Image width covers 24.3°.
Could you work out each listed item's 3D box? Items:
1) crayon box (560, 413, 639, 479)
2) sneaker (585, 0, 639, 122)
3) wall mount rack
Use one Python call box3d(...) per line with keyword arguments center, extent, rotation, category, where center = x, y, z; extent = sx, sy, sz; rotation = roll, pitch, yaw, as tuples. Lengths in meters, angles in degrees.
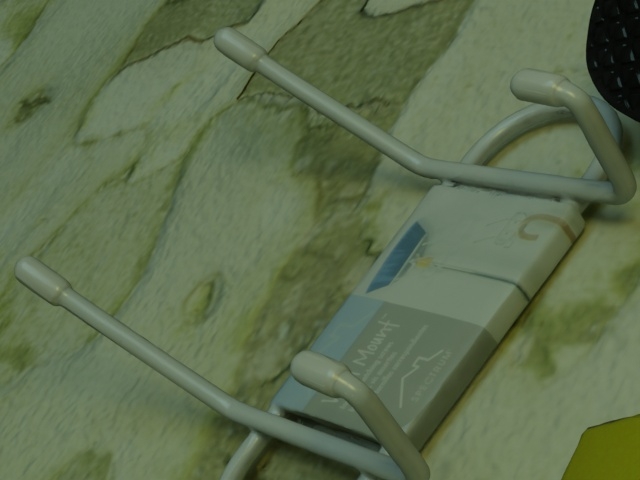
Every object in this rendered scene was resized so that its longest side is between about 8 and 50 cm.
box3d(center=(0.159, 0.103, 0.319), extent=(0.318, 0.081, 0.202), rotation=(-23, 24, 49), category="crayon box")
box3d(center=(0.240, -0.084, 0.776), extent=(0.235, 0.097, 0.084), rotation=(32, 111, 50), category="sneaker")
box3d(center=(0.000, 0.000, 0.851), extent=(0.304, 0.130, 0.350), rotation=(12, 57, 50), category="wall mount rack")
